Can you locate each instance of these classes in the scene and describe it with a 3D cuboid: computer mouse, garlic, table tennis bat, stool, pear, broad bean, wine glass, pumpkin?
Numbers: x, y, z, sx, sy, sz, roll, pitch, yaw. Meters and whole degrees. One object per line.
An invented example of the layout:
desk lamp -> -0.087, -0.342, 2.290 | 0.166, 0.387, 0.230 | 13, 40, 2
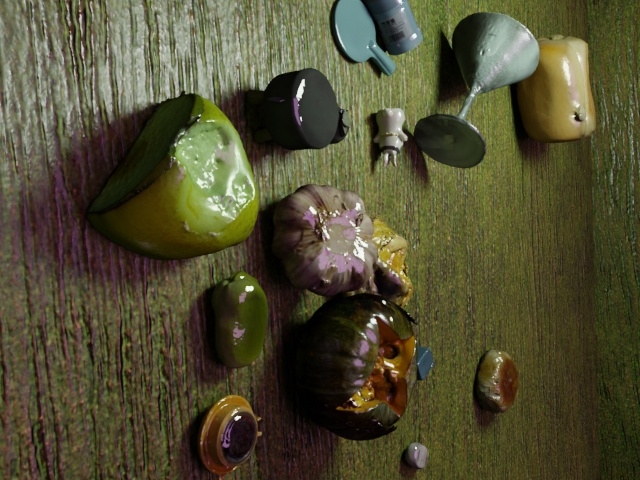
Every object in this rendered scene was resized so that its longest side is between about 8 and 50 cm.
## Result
computer mouse -> 0.251, 0.570, 1.774 | 0.096, 0.040, 0.065 | 42, 57, -52
garlic -> 0.000, 0.000, 1.379 | 0.245, 0.161, 0.244 | 5, 80, -31
table tennis bat -> 0.108, -0.487, 1.629 | 0.244, 0.040, 0.152 | 36, 62, -42
stool -> -0.042, -0.242, 1.338 | 0.228, 0.139, 0.153 | 43, 57, -44
pear -> -0.208, -0.076, 1.106 | 0.292, 0.160, 0.292 | 0, 90, -55
broad bean -> -0.151, 0.145, 1.240 | 0.124, 0.082, 0.174 | -19, 114, -51
wine glass -> 0.431, -0.416, 1.878 | 0.267, 0.267, 0.406 | 53, 53, -37
pumpkin -> 0.079, 0.263, 1.424 | 0.321, 0.192, 0.320 | -8, 100, -49

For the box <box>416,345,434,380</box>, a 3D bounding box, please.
box -> 0.259, 0.327, 1.778 | 0.099, 0.054, 0.074 | -40, 122, -46

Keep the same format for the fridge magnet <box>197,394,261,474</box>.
fridge magnet -> -0.165, 0.354, 1.217 | 0.143, 0.063, 0.142 | -2, 93, -55

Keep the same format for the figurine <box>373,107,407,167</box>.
figurine -> 0.187, -0.257, 1.684 | 0.098, 0.081, 0.146 | -10, 96, -53

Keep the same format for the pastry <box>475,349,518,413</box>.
pastry -> 0.570, 0.450, 2.148 | 0.182, 0.093, 0.192 | 56, 49, -32

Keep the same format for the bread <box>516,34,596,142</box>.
bread -> 0.841, -0.545, 2.407 | 0.348, 0.253, 0.375 | -32, 116, -54

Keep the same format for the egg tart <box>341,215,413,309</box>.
egg tart -> 0.156, 0.081, 1.604 | 0.297, 0.132, 0.296 | 6, 83, -58

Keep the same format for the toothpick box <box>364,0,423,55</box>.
toothpick box -> 0.184, -0.556, 1.676 | 0.153, 0.101, 0.101 | 58, 47, -34
